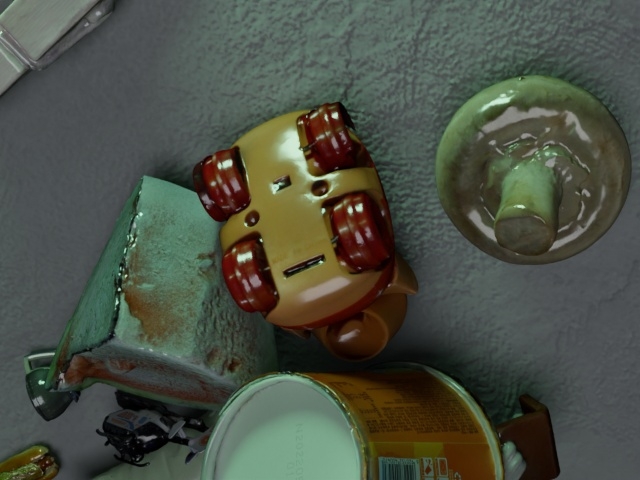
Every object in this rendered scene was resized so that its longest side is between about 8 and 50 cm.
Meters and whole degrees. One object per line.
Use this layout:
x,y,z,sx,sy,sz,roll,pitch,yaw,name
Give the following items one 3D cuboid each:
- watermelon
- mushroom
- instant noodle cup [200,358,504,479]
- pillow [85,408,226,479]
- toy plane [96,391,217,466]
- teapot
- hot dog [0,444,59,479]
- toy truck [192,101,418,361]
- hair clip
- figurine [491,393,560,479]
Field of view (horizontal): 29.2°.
-0.177,0.119,1.401,0.289,0.214,0.320,41,106,2,watermelon
0.218,-0.059,1.276,0.207,0.215,0.207,6,119,11,mushroom
0.023,0.260,1.317,0.296,0.214,0.296,-11,73,37,instant noodle cup
-0.127,0.366,1.536,0.312,0.119,0.310,-33,100,12,pillow
-0.201,0.230,1.480,0.197,0.078,0.053,4,132,40,toy plane
-0.338,0.178,1.543,0.057,0.066,0.088,-25,82,-3,teapot
-0.398,0.312,1.607,0.133,0.041,0.056,-28,103,18,hot dog
0.000,0.000,1.367,0.189,0.239,0.264,-23,64,13,toy truck
-0.285,-0.255,1.347,0.331,0.101,0.085,-38,105,21,hair clip
0.168,0.292,1.431,0.338,0.204,0.283,23,131,11,figurine
